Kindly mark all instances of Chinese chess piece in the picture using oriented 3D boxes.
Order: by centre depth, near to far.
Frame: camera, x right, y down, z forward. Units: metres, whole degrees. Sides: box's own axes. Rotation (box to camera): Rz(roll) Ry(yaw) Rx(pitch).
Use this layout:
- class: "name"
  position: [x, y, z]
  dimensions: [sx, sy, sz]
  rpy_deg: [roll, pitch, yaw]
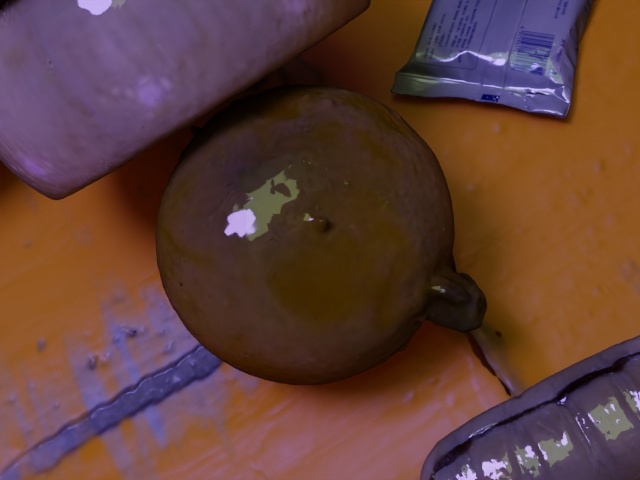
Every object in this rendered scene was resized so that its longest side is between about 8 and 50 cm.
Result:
- class: "Chinese chess piece"
  position: [-0.093, -0.128, 0.526]
  dimensions: [0.257, 0.257, 0.104]
  rpy_deg: [-31, 103, 0]

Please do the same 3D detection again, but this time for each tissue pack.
- class: "tissue pack"
  position: [0.136, -0.176, 0.602]
  dimensions: [0.122, 0.026, 0.193]
  rpy_deg: [13, 69, 22]

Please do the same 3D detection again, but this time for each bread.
- class: "bread"
  position: [0.151, 0.094, 0.447]
  dimensions: [0.214, 0.053, 0.073]
  rpy_deg: [-24, 56, 5]

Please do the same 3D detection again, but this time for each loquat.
- class: "loquat"
  position: [0.000, 0.000, 0.485]
  dimensions: [0.204, 0.149, 0.172]
  rpy_deg: [23, 69, 17]

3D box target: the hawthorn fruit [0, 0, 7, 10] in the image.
- class: "hawthorn fruit"
  position: [-0.389, -0.177, 0.634]
  dimensions: [0.369, 0.285, 0.285]
  rpy_deg: [-2, 63, 29]
